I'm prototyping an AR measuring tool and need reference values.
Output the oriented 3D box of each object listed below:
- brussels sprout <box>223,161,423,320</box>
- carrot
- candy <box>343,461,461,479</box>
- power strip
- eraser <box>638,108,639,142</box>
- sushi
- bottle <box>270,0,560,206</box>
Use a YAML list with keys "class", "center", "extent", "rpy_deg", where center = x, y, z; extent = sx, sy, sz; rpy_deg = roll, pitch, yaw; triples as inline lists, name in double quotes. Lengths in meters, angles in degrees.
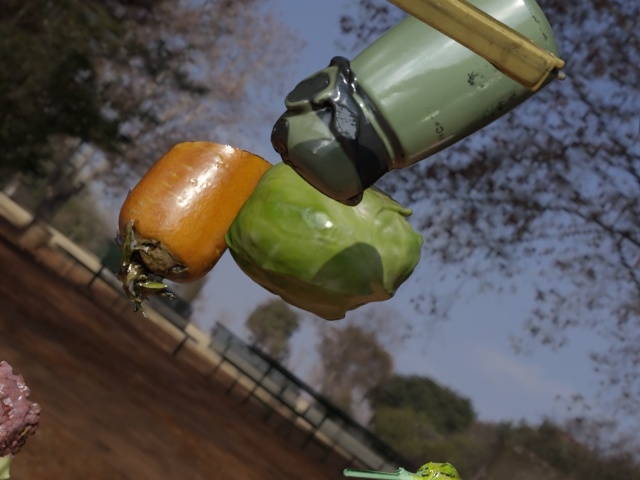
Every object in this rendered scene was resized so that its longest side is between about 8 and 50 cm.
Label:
- class: "brussels sprout"
  center: [0.000, 0.000, 2.065]
  extent: [0.328, 0.247, 0.328]
  rpy_deg: [34, 14, -10]
- class: "carrot"
  center: [-0.249, -0.037, 2.179]
  extent: [0.214, 0.331, 0.193]
  rpy_deg: [31, -19, 3]
- class: "candy"
  center: [0.100, 0.295, 1.547]
  extent: [0.194, 0.062, 0.058]
  rpy_deg: [17, 29, -42]
- class: "power strip"
  center: [0.125, -0.223, 1.239]
  extent: [0.305, 0.044, 0.064]
  rpy_deg: [25, 17, -26]
- class: "eraser"
  center: [0.594, -0.337, 2.109]
  extent: [0.082, 0.213, 0.397]
  rpy_deg: [4, -21, 12]
- class: "sushi"
  center: [-0.633, 0.335, 2.219]
  extent: [0.236, 0.270, 0.171]
  rpy_deg: [53, 30, 1]
- class: "bottle"
  center: [0.106, -0.174, 1.495]
  extent: [0.168, 0.347, 0.168]
  rpy_deg: [55, -9, 13]
